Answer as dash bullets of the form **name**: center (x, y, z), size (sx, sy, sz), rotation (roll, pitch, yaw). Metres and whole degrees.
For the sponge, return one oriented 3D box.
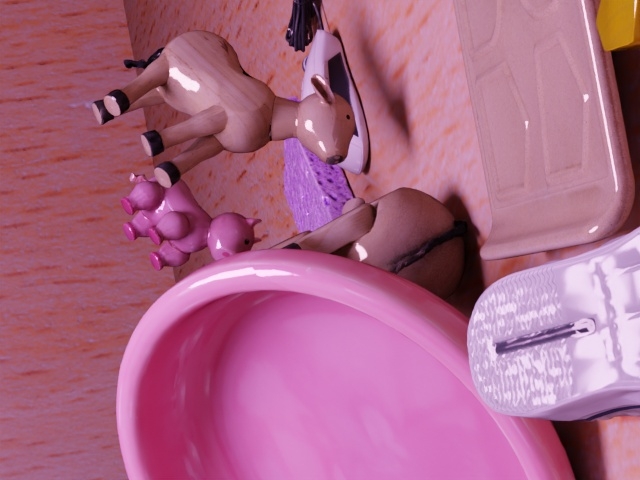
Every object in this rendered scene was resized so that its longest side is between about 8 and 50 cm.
- **sponge**: center (0.003, -0.025, 1.564), size (0.210, 0.031, 0.117), rotation (-112, 17, -45)

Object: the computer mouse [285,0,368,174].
- **computer mouse**: center (-0.002, -0.142, 1.459), size (0.106, 0.042, 0.193), rotation (103, 155, -60)

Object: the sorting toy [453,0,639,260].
- **sorting toy**: center (0.129, -0.111, 0.880), size (0.307, 0.041, 0.229), rotation (162, 103, -78)

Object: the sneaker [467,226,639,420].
- **sneaker**: center (0.167, 0.026, 0.686), size (0.258, 0.091, 0.094), rotation (-10, 84, 58)

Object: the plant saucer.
- **plant saucer**: center (0.023, 0.145, 1.105), size (0.084, 0.332, 0.332), rotation (-43, -42, -49)

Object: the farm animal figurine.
- **farm animal figurine**: center (0.000, 0.000, 1.266), size (0.326, 0.172, 0.330), rotation (14, 129, 58)
